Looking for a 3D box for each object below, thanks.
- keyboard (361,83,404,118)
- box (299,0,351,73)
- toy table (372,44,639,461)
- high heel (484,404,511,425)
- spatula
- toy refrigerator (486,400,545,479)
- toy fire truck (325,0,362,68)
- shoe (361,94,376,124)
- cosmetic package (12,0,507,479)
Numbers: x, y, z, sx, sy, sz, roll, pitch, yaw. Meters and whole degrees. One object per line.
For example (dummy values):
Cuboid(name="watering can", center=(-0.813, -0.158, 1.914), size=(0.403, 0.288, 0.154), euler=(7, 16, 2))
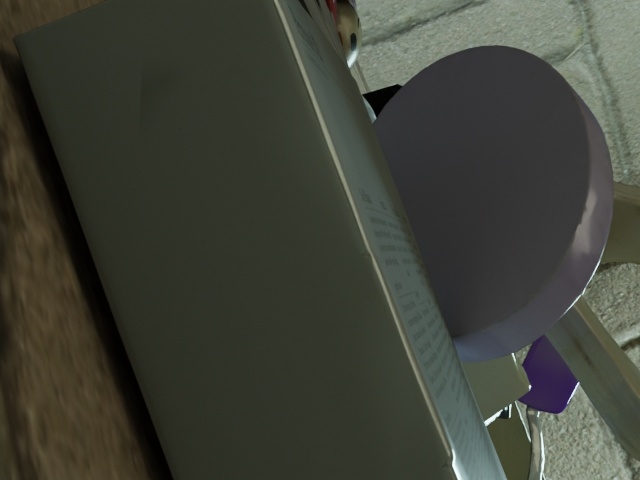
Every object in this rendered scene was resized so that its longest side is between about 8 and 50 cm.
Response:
Cuboid(name="keyboard", center=(0.066, -0.112, 1.700), size=(0.180, 0.023, 0.108), euler=(-7, -76, 64))
Cuboid(name="box", center=(-0.072, -0.189, 0.798), size=(0.290, 0.087, 0.169), euler=(57, 14, -64))
Cuboid(name="toy table", center=(0.135, 0.008, 0.972), size=(0.161, 0.252, 0.274), euler=(44, 29, -29))
Cuboid(name="high heel", center=(0.118, 0.251, 1.242), size=(0.186, 0.093, 0.261), euler=(-15, 98, -62))
Cuboid(name="spatula", center=(0.189, 0.209, 1.386), size=(0.084, 0.030, 0.296), euler=(23, 78, -39))
Cuboid(name="toy refrigerator", center=(0.119, 0.122, 1.427), size=(0.094, 0.102, 0.269), euler=(-98, 166, -64))
Cuboid(name="toy fire truck", center=(0.001, -0.179, 1.201), size=(0.302, 0.169, 0.254), euler=(-83, 170, -76))
Cuboid(name="shoe", center=(0.027, -0.118, 1.624), size=(0.178, 0.063, 0.081), euler=(71, 1, -54))
Cuboid(name="cosmetic package", center=(0.009, 0.053, 0.661), size=(0.377, 0.097, 0.284), euler=(11, 61, -84))
